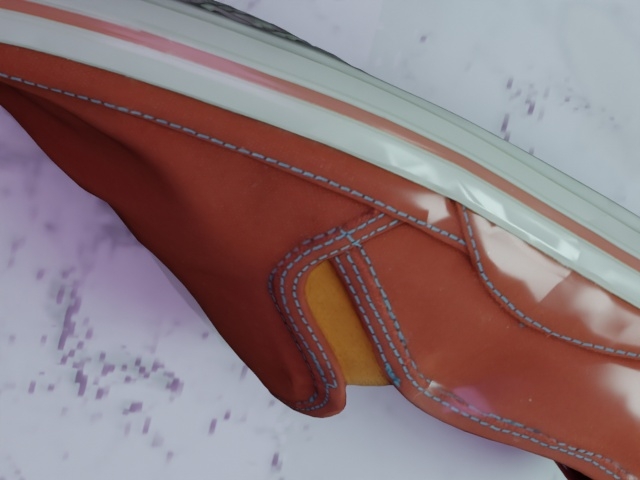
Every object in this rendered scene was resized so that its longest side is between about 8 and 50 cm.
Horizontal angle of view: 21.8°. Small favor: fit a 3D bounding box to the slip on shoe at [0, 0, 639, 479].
[{"bbox_3d":[0.000,0.000,0.492,0.331,0.123,0.101,27,94,-21],"label":"slip on shoe"}]
